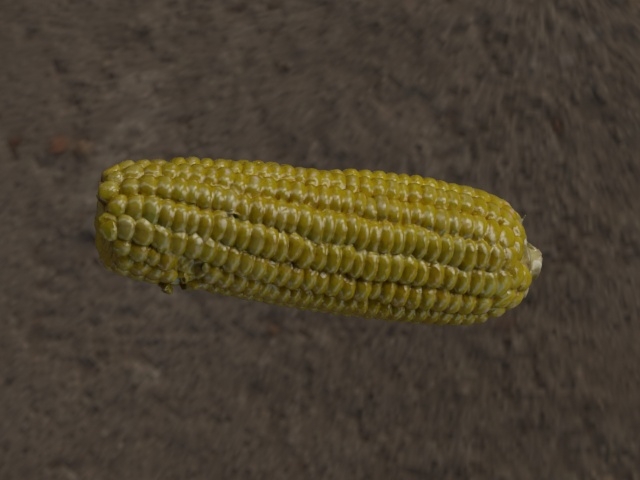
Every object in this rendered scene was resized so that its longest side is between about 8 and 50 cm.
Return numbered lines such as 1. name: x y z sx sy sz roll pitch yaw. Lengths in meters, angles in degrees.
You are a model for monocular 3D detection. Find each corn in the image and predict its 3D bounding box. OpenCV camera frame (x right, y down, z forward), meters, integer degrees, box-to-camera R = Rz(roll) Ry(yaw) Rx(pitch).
1. corn: 0.000 0.000 0.852 0.206 0.067 0.067 6 101 -14
